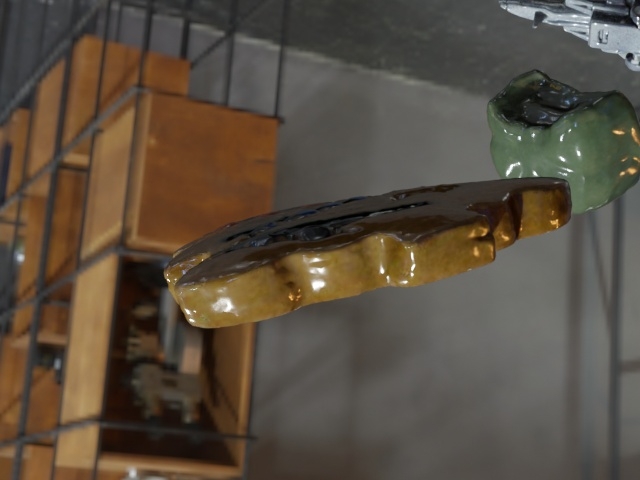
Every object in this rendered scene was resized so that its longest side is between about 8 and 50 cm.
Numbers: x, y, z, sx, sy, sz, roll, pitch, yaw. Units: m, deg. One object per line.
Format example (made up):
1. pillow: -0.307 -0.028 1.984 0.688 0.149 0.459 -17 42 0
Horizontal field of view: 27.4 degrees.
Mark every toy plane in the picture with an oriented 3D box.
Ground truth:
1. toy plane: 0.354 -0.277 1.661 0.267 0.088 0.212 7 132 13

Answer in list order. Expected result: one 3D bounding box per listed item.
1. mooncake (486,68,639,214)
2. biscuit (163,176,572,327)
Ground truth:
1. mooncake: 0.256 -0.109 1.390 0.104 0.168 0.175 -25 175 -24
2. biscuit: 0.000 -0.001 0.867 0.278 0.043 0.301 -17 -171 -31
